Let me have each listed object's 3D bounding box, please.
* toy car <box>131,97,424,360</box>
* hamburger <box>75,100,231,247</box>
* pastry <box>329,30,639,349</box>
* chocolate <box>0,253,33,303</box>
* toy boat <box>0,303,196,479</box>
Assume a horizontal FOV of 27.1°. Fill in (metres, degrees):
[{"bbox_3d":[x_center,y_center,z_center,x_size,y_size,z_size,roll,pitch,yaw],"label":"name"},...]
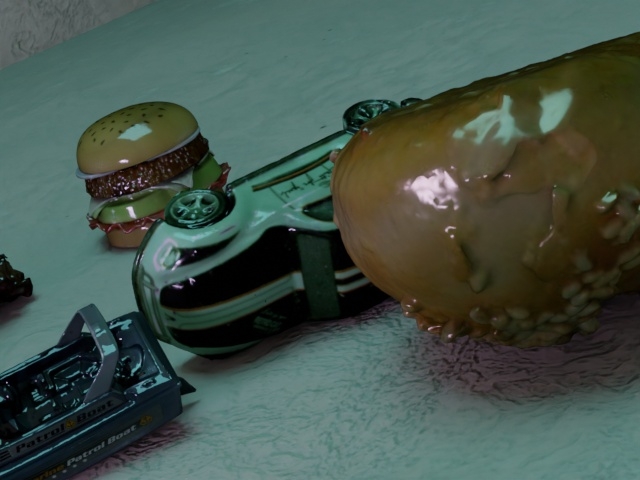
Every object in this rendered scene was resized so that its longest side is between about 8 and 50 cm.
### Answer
[{"bbox_3d":[0.000,0.000,1.086,0.306,0.136,0.125,-29,41,-24],"label":"toy car"},{"bbox_3d":[-0.193,-0.081,1.464,0.175,0.136,0.175,-18,22,8],"label":"hamburger"},{"bbox_3d":[0.158,-0.030,0.931,0.285,0.184,0.316,-13,8,33],"label":"pastry"},{"bbox_3d":[-0.379,0.015,1.345,0.177,0.206,0.224,5,25,-26],"label":"chocolate"},{"bbox_3d":[-0.216,0.132,0.968,0.246,0.103,0.093,-27,44,-10],"label":"toy boat"}]
